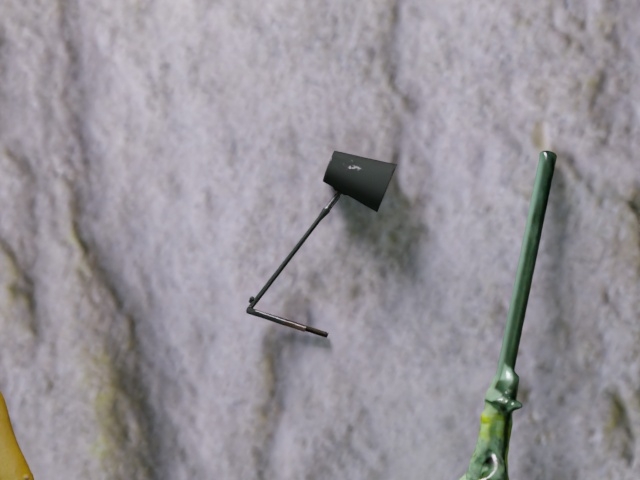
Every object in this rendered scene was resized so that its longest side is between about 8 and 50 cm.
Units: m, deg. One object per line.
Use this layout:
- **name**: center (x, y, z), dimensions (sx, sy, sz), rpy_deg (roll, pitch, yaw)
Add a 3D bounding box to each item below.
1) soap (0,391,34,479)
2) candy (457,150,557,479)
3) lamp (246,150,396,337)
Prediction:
- **soap**: center (-0.203, 0.130, 0.986), dimensions (0.034, 0.012, 0.089), rpy_deg (-19, 95, -2)
- **candy**: center (0.121, 0.094, 0.986), dimensions (0.091, 0.083, 0.306), rpy_deg (13, 85, -3)
- **lamp**: center (0.000, -0.001, 0.983), dimensions (0.054, 0.041, 0.121), rpy_deg (22, 90, 3)
